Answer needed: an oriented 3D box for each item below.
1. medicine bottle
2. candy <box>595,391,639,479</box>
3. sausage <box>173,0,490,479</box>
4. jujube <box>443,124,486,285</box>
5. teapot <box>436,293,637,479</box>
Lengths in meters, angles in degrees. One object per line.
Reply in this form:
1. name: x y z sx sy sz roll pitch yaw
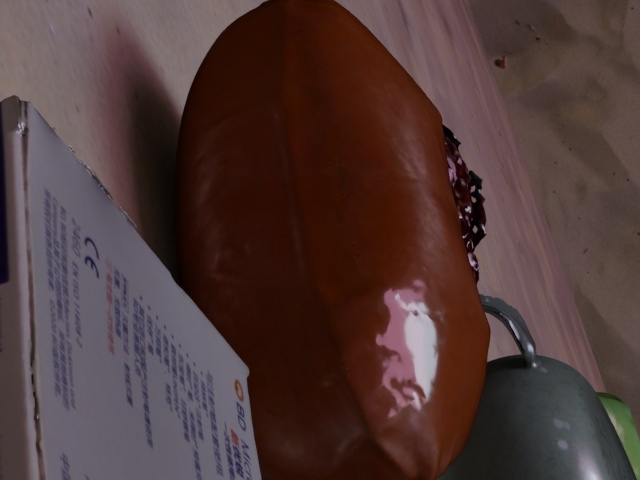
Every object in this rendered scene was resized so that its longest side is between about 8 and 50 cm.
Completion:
1. medicine bottle: -0.056 0.082 0.475 0.171 0.052 0.201 55 17 -48
2. candy: 0.202 0.268 1.130 0.142 0.132 0.343 84 -11 -71
3. sausage: -0.002 -0.001 0.706 0.133 0.133 0.258 55 21 -48
4. jujube: 0.051 -0.010 1.048 0.104 0.104 0.166 57 23 -43
5. teapot: 0.127 0.168 0.991 0.294 0.129 0.193 64 12 -10
